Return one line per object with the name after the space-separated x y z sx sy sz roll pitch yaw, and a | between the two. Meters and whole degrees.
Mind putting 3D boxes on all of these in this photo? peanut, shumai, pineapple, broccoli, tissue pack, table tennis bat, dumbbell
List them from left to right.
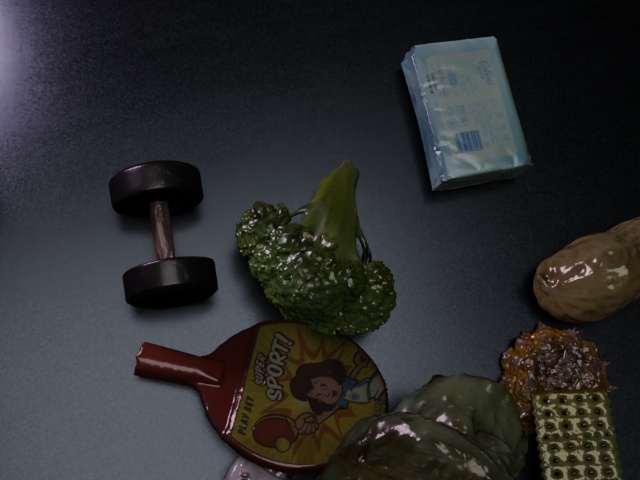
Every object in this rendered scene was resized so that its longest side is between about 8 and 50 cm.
-0.256 -0.007 1.454 0.152 0.152 0.218 -9 77 -10 | dumbbell
-0.093 0.235 1.436 0.414 0.051 0.268 13 53 1 | table tennis bat
-0.023 0.025 1.484 0.254 0.186 0.302 0 43 -25 | broccoli
0.180 0.368 1.312 0.324 0.397 0.323 18 32 18 | shumai
0.263 -0.232 1.622 0.177 0.089 0.263 -10 74 -12 | tissue pack
0.409 0.241 1.523 0.224 0.076 0.225 1 76 -6 | pineapple
0.519 0.049 1.549 0.291 0.159 0.143 -20 105 -13 | peanut

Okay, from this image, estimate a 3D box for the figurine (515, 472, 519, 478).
0.272 0.355 1.480 0.101 0.068 0.143 -16 65 -7 | figurine

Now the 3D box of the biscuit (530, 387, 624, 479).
0.421 0.354 1.434 0.139 0.016 0.231 -2 69 -2 | biscuit

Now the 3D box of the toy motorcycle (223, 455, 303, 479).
-0.093 0.433 1.387 0.170 0.110 0.260 -4 75 -3 | toy motorcycle
